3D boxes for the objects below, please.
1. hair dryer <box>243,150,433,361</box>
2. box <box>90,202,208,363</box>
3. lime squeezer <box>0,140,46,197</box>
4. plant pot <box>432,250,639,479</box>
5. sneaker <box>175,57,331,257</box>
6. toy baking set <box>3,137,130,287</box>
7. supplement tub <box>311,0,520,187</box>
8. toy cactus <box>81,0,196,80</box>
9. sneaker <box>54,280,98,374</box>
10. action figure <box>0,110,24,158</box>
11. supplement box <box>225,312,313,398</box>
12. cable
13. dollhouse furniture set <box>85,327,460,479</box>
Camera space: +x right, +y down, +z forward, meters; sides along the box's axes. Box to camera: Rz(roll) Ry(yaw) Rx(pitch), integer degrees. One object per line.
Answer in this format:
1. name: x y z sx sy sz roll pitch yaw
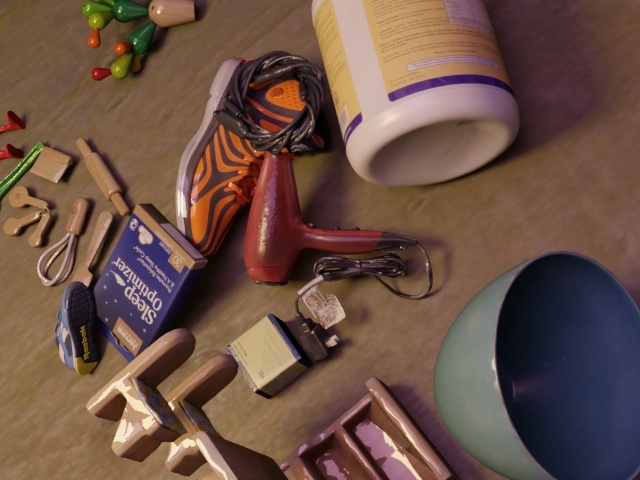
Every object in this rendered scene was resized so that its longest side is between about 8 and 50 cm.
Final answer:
1. hair dryer: 0.000 0.000 1.751 0.223 0.080 0.293 -36 91 3
2. box: -0.262 0.076 1.807 0.136 0.036 0.225 42 118 25
3. lime squeezer: -0.572 -0.057 1.980 0.310 0.110 0.059 -30 43 -25
4. plant pot: 0.253 0.176 1.541 0.195 0.290 0.290 -21 62 50
5. sneaker: -0.093 -0.120 1.814 0.180 0.124 0.321 9 76 23
6. toy baking set: -0.391 -0.035 1.946 0.197 0.030 0.256 -43 64 5
7. supplement tub: 0.122 -0.266 1.722 0.241 0.241 0.331 -18 68 13
8. toy cactus: -0.290 -0.358 1.988 0.180 0.112 0.219 -1 69 -1
9. sneaker: -0.369 0.128 1.843 0.059 0.053 0.144 16 113 40
10. action figure: -0.639 -0.164 2.016 0.280 0.139 0.092 -10 69 19
11. supplement box: -0.072 0.164 1.752 0.083 0.056 0.083 -38 65 4
12. cable: -0.058 -0.195 1.746 0.150 0.047 0.184 -47 47 -13
13. dollhouse furniture set: -0.016 0.285 1.507 0.256 0.394 0.362 -41 65 3
